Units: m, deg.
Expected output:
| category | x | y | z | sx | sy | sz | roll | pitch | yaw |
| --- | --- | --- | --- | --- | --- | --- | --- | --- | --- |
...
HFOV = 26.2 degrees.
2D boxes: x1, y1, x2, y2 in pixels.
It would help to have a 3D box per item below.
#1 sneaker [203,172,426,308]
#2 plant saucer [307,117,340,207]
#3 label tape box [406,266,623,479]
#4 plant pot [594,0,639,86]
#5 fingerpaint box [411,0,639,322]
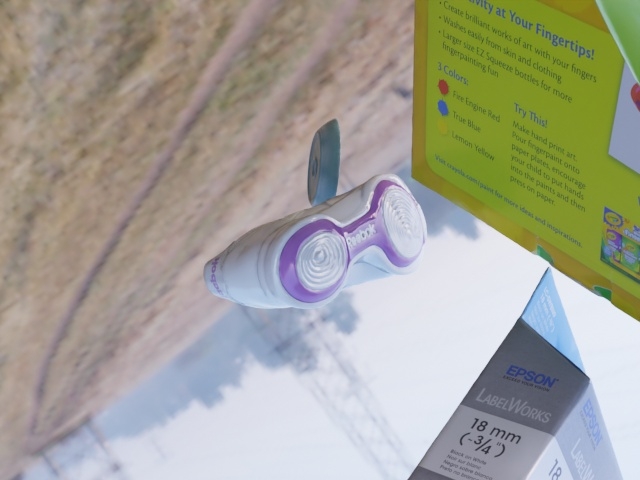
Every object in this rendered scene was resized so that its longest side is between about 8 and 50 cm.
| category | x | y | z | sx | sy | sz | roll | pitch | yaw |
| --- | --- | --- | --- | --- | --- | --- | --- | --- | --- |
| sneaker | 0.000 | 0.000 | 1.462 | 0.152 | 0.114 | 0.305 | -8 | -175 | 37 |
| plant saucer | 0.002 | -0.084 | 1.606 | 0.021 | 0.119 | 0.119 | 5 | 171 | -10 |
| label tape box | 0.199 | 0.227 | 1.238 | 0.106 | 0.241 | 0.334 | 13 | -128 | 38 |
| plant pot | 0.278 | -0.217 | 0.767 | 0.207 | 0.227 | 0.228 | 5 | 159 | 29 |
| fingerpaint box | 0.276 | -0.143 | 1.126 | 0.163 | 0.371 | 0.445 | -23 | -141 | -29 |
